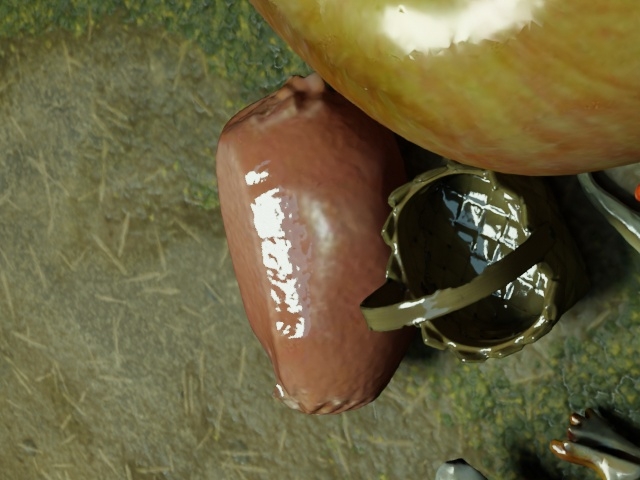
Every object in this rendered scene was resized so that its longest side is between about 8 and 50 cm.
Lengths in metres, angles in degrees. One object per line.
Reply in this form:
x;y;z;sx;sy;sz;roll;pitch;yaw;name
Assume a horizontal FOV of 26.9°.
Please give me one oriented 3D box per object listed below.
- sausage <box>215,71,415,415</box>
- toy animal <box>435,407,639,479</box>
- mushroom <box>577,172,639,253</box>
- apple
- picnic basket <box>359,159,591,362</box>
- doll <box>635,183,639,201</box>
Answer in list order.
0.000;0.000;0.999;0.148;0.148;0.254;2;113;35;sausage
0.207;0.283;0.957;0.284;0.225;0.302;10;103;16;toy animal
0.240;0.065;0.918;0.068;0.043;0.306;-14;96;19;mushroom
0.121;-0.218;0.693;0.391;0.346;0.391;11;110;33;apple
0.098;0.016;0.906;0.128;0.178;0.137;-24;92;38;picnic basket
0.270;-0.090;0.827;0.169;0.057;0.109;-10;86;24;doll
